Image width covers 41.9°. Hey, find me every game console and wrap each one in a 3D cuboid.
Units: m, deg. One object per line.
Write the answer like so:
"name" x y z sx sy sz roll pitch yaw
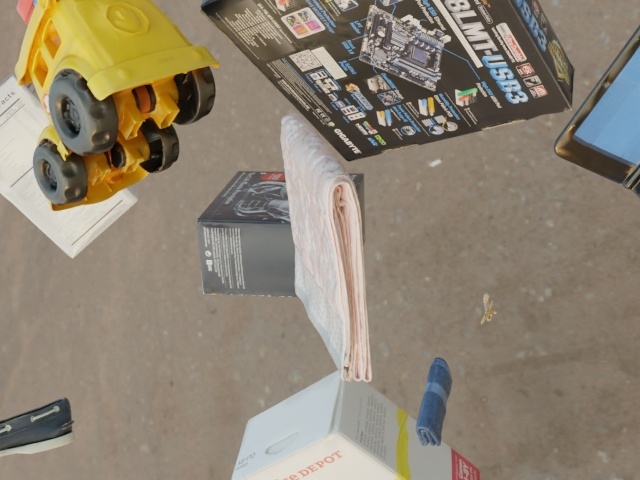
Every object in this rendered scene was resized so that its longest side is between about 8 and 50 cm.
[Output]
"game console" 0.571 -0.174 1.332 0.250 0.173 0.293 56 131 34

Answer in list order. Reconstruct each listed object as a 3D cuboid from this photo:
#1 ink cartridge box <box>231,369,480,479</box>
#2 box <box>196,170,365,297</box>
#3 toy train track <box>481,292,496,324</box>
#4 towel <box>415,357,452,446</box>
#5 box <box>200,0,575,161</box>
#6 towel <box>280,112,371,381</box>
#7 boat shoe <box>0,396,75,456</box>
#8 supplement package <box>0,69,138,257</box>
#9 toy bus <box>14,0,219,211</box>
"ink cartridge box" 0.073 0.440 1.551 0.279 0.384 0.160 -35 27 32
"box" -0.073 -0.022 1.864 0.343 0.312 0.179 -67 -22 -65
"toy train track" 0.290 0.116 1.430 0.014 0.083 0.048 21 65 28
"towel" 0.169 0.236 1.221 0.029 0.067 0.119 4 54 24
"box" 0.077 -0.215 0.885 0.293 0.295 0.073 -12 53 34
"towel" 0.000 0.000 1.234 0.332 0.053 0.317 -123 25 -63
"boat shoe" -0.509 0.298 1.283 0.095 0.254 0.079 165 97 -67
"supplement package" -0.403 -0.119 1.234 0.139 0.244 0.134 -41 23 2
"toy bus" -0.235 -0.165 0.832 0.211 0.149 0.220 53 138 8
